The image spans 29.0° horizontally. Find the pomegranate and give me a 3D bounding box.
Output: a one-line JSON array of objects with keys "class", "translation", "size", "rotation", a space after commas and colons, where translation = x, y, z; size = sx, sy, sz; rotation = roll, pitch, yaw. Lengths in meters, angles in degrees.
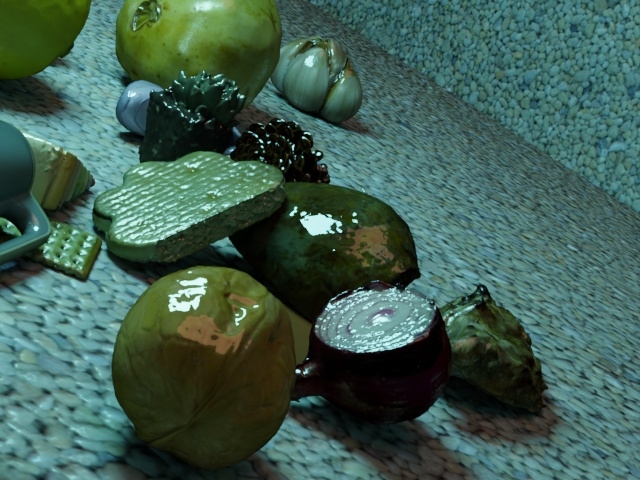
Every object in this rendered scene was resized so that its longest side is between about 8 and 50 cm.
[{"class": "pomegranate", "translation": [-0.237, -0.399, 2.455], "size": [0.332, 0.332, 0.332], "rotation": [22, 17, -7]}]

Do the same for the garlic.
[{"class": "garlic", "translation": [-0.015, -0.371, 2.881], "size": [0.160, 0.191, 0.214], "rotation": [-17, 51, -29]}]

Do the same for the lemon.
[{"class": "lemon", "translation": [-0.549, -0.433, 2.058], "size": [0.348, 0.348, 0.348], "rotation": [22, 17, -7]}]

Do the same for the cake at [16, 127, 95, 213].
[{"class": "cake", "translation": [-0.380, -0.109, 1.716], "size": [0.109, 0.090, 0.225], "rotation": [21, 11, 0]}]

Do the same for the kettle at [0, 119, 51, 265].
[{"class": "kettle", "translation": [-0.425, -0.059, 1.432], "size": [0.210, 0.160, 0.243], "rotation": [49, 21, 9]}]

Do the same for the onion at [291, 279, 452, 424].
[{"class": "onion", "translation": [0.047, 0.153, 1.482], "size": [0.218, 0.140, 0.195], "rotation": [-26, 34, -22]}]

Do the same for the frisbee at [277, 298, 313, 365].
[{"class": "frisbee", "translation": [-0.095, 0.110, 1.586], "size": [0.251, 0.021, 0.251], "rotation": [23, 19, -8]}]

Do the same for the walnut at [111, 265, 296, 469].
[{"class": "walnut", "translation": [-0.116, 0.128, 1.249], "size": [0.193, 0.193, 0.225], "rotation": [21, 27, -10]}]

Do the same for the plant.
[{"class": "plant", "translation": [-0.212, -0.190, 2.009], "size": [0.132, 0.194, 0.129], "rotation": [34, 15, 25]}]

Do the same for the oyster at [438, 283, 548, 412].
[{"class": "oyster", "translation": [0.252, 0.156, 1.774], "size": [0.204, 0.111, 0.396], "rotation": [29, 14, 4]}]

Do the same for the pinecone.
[{"class": "pinecone", "translation": [-0.059, -0.108, 1.997], "size": [0.163, 0.163, 0.165], "rotation": [36, 6, 33]}]

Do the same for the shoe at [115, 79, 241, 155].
[{"class": "shoe", "translation": [-0.243, -0.205, 2.165], "size": [0.138, 0.095, 0.245], "rotation": [27, 9, 37]}]

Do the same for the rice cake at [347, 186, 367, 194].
[{"class": "rice cake", "translation": [0.056, -0.045, 2.179], "size": [0.049, 0.055, 0.270], "rotation": [13, 18, 0]}]

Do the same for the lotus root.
[{"class": "lotus root", "translation": [-0.005, -0.001, 1.761], "size": [0.142, 0.210, 0.314], "rotation": [42, -9, -38]}]

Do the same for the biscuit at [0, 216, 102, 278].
[{"class": "biscuit", "translation": [-0.395, -0.019, 1.570], "size": [0.231, 0.016, 0.139], "rotation": [22, 19, -8]}]

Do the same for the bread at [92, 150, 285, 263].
[{"class": "bread", "translation": [-0.196, -0.053, 1.733], "size": [0.286, 0.056, 0.207], "rotation": [-23, 37, -33]}]
